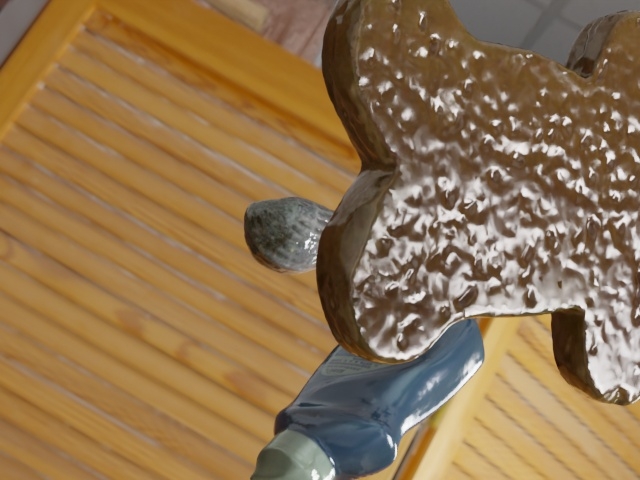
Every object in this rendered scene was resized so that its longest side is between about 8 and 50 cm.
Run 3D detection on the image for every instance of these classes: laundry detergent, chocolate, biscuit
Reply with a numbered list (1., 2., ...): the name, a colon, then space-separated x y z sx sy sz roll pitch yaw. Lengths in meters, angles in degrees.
1. laundry detergent: 0.045 0.169 1.067 0.143 0.290 0.094 10 -52 38
2. chocolate: 0.000 0.000 1.429 0.248 0.110 0.110 6 1 -38
3. biscuit: 0.183 -0.026 0.745 0.432 0.283 0.064 3 0 -30
